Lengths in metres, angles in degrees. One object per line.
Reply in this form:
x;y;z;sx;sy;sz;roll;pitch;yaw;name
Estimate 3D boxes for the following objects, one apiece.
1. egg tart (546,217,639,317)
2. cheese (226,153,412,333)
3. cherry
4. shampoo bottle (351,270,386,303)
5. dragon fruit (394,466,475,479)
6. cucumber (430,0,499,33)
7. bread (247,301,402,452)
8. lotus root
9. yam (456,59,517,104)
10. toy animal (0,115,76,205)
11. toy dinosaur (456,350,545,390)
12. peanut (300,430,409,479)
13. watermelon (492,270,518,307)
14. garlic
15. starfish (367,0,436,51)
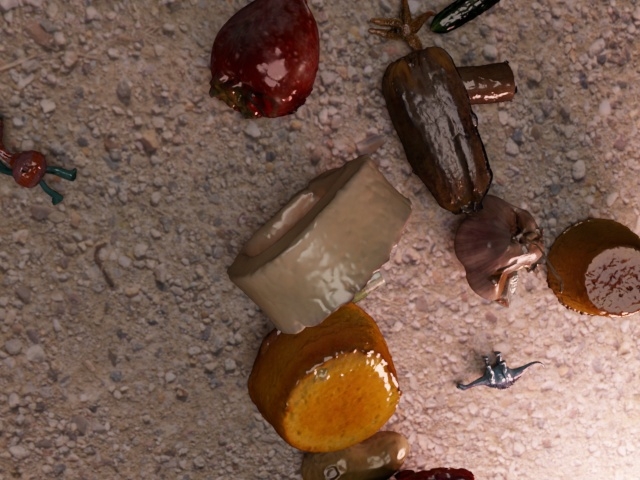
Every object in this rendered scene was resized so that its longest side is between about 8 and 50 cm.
0.580;0.065;1.372;0.215;0.171;0.215;1;98;7;egg tart
-0.002;-0.002;1.217;0.332;0.292;0.153;-44;104;-10;cheese
-0.087;-0.333;1.186;0.175;0.192;0.250;21;92;-47;cherry
0.033;0.118;1.356;0.204;0.065;0.065;-31;104;-1;shampoo bottle
0.232;0.570;1.359;0.240;0.302;0.330;44;126;24;dragon fruit
0.300;-0.461;1.280;0.214;0.052;0.058;-37;114;1;cucumber
0.011;0.271;1.304;0.312;0.172;0.312;-10;120;-18;bread
0.213;-0.196;1.265;0.167;0.078;0.329;-23;93;33;lotus root
0.306;-0.302;1.302;0.127;0.084;0.084;-8;103;-5;yam
-0.547;-0.148;1.211;0.208;0.100;0.103;34;134;-16;toy animal
0.389;0.285;1.454;0.197;0.045;0.080;-15;116;2;toy dinosaur
0.075;0.460;1.410;0.236;0.110;0.120;-14;81;-7;peanut
0.386;0.099;1.404;0.085;0.061;0.085;-1;111;-3;watermelon
0.397;0.024;1.320;0.207;0.256;0.207;-24;127;-37;garlic
0.171;-0.398;1.280;0.133;0.041;0.130;-33;106;0;starfish
